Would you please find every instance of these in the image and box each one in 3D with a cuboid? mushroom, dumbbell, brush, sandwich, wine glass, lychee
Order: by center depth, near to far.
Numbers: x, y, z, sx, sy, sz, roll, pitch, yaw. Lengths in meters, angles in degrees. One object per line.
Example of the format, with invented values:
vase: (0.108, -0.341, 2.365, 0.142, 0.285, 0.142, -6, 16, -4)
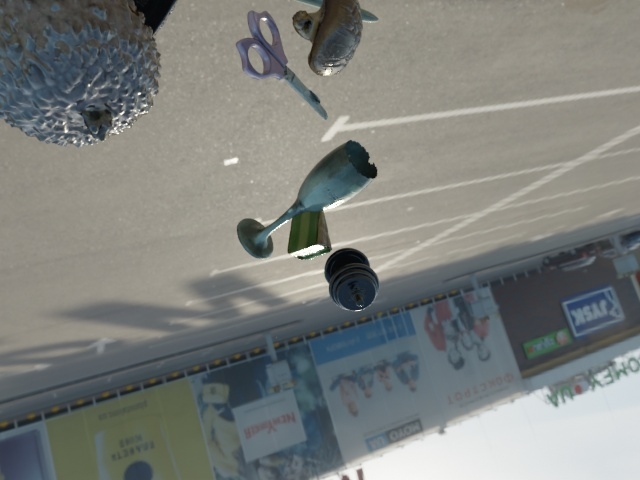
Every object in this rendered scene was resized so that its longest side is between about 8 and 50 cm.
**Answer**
mushroom: (0.017, -0.284, 0.782, 0.084, 0.126, 0.109, 10, 172, 25)
brush: (-0.035, -0.434, 1.020, 0.299, 0.039, 0.042, 12, 144, -11)
wine glass: (0.000, 0.000, 1.094, 0.309, 0.265, 0.096, -33, 159, 33)
dumbbell: (0.060, 0.075, 1.137, 0.099, 0.099, 0.208, -16, -157, -1)
sandwich: (-0.031, -0.028, 1.150, 0.074, 0.117, 0.074, -19, 160, 21)
lychee: (-0.532, -0.396, 1.205, 0.380, 0.433, 0.380, -24, 168, -6)

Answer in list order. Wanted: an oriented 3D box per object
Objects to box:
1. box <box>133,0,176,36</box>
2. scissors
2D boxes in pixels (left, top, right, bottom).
box: (-0.448, -0.610, 1.389, 0.212, 0.201, 0.042, -39, -158, 31)
scissors: (-0.046, -0.249, 0.873, 0.021, 0.111, 0.212, -5, 150, 40)
